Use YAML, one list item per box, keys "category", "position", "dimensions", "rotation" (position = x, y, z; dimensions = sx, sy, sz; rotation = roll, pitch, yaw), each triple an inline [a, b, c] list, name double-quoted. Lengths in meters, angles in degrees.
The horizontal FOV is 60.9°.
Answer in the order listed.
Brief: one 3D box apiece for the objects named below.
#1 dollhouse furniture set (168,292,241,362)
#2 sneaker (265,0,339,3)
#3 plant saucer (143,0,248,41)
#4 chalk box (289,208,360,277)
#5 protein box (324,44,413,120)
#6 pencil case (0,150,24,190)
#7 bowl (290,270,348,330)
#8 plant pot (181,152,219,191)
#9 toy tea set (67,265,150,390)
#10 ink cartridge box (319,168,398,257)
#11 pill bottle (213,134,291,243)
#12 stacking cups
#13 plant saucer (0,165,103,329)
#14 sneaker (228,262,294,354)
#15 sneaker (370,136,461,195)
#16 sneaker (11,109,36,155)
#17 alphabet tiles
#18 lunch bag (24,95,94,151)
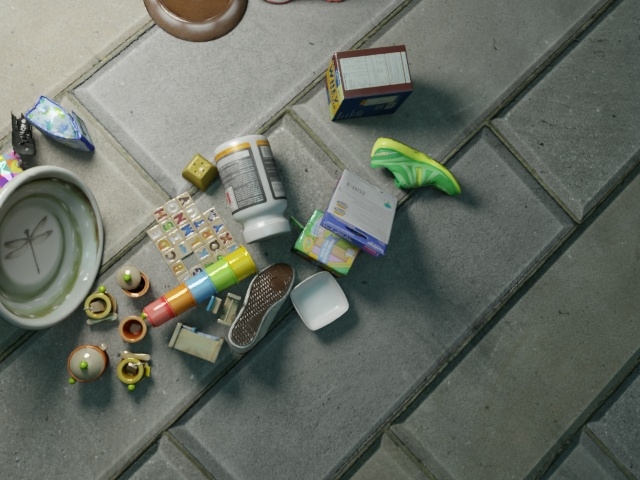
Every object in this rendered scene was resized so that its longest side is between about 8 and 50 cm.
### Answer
- category: "dollhouse furniture set"
  position: [-0.311, 0.221, 1.486]
  dimensions: [0.129, 0.129, 0.183]
  rotation: [22, 79, -6]
- category: "sneaker"
  position: [-0.056, -0.786, 1.601]
  dimensions: [0.314, 0.136, 0.115]
  rotation: [-6, 85, -8]
- category: "plant saucer"
  position: [-0.368, -0.741, 1.598]
  dimensions: [0.311, 0.050, 0.310]
  rotation: [1, 86, -9]
- category: "chalk box"
  position: [0.000, 0.000, 1.547]
  dimensions: [0.213, 0.132, 0.132]
  rotation: [29, 82, -4]
- category: "protein box"
  position: [0.132, -0.449, 1.567]
  dimensions: [0.201, 0.200, 0.135]
  rotation: [-9, 86, -9]
- category: "pencil case"
  position: [-0.806, -0.124, 1.459]
  dimensions: [0.104, 0.104, 0.236]
  rotation: [-31, 91, -9]
- category: "bowl"
  position: [-0.006, 0.172, 1.571]
  dimensions: [0.142, 0.053, 0.142]
  rotation: [-31, 90, -9]
- category: "plant pot"
  position: [-0.341, -0.198, 1.537]
  dimensions: [0.081, 0.083, 0.081]
  rotation: [36, 82, -4]
- category: "toy tea set"
  position: [-0.554, 0.233, 1.450]
  dimensions: [0.200, 0.124, 0.335]
  rotation: [4, 85, -8]
- category: "ink cartridge box"
  position: [0.108, -0.069, 1.503]
  dimensions: [0.186, 0.311, 0.065]
  rotation: [29, 123, -5]
- category: "pill bottle"
  position: [-0.185, -0.140, 1.515]
  dimensions: [0.162, 0.162, 0.278]
  rotation: [-16, 88, -9]
- category: "stacking cups"
  position: [-0.332, 0.127, 1.494]
  dimensions: [0.316, 0.096, 0.096]
  rotation: [-30, 90, -14]
- category: "plant saucer"
  position: [-0.698, 0.015, 1.335]
  dimensions: [0.101, 0.400, 0.400]
  rotation: [6, 84, 15]
- category: "sneaker"
  position: [-0.172, 0.190, 1.533]
  dimensions: [0.106, 0.123, 0.290]
  rotation: [30, 60, 7]
- category: "sneaker"
  position: [0.282, -0.203, 1.632]
  dimensions: [0.296, 0.109, 0.123]
  rotation: [26, 105, -7]
- category: "sneaker"
  position: [-0.799, -0.288, 1.458]
  dimensions: [0.051, 0.170, 0.089]
  rotation: [0, 111, -40]
- category: "alphabet tiles"
  position: [-0.369, -0.012, 1.556]
  dimensions: [0.198, 0.009, 0.237]
  rotation: [-33, 91, -9]
- category: "lunch bag"
  position: [-0.693, -0.305, 1.473]
  dimensions: [0.151, 0.129, 0.096]
  rotation: [37, 82, -3]
